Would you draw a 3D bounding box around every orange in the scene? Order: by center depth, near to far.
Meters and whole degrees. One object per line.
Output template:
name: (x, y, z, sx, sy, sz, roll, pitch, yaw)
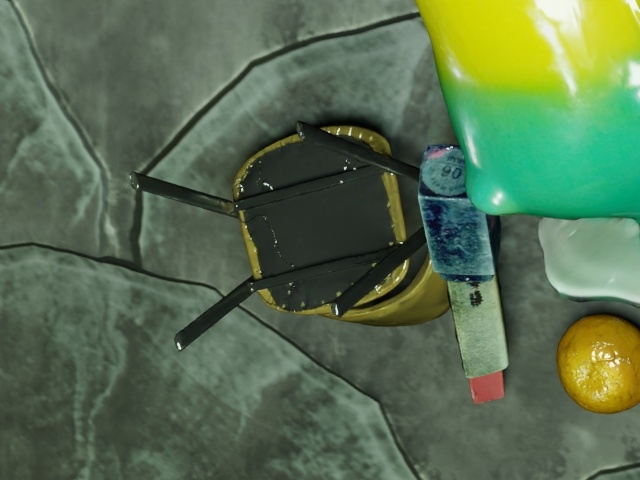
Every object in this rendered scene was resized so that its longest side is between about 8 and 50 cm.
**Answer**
orange: (0.229, 0.099, 1.550, 0.083, 0.070, 0.083, 11, 116, 25)

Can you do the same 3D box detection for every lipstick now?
lipstick: (0.121, 0.036, 1.513, 0.051, 0.051, 0.312, 0, 146, 12)

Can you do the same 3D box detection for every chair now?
chair: (0.000, 0.000, 1.511, 0.158, 0.247, 0.172, -14, 89, 31)

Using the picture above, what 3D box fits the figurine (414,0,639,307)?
figurine: (0.171, -0.133, 1.286, 0.231, 0.323, 0.340, -34, 120, -9)
